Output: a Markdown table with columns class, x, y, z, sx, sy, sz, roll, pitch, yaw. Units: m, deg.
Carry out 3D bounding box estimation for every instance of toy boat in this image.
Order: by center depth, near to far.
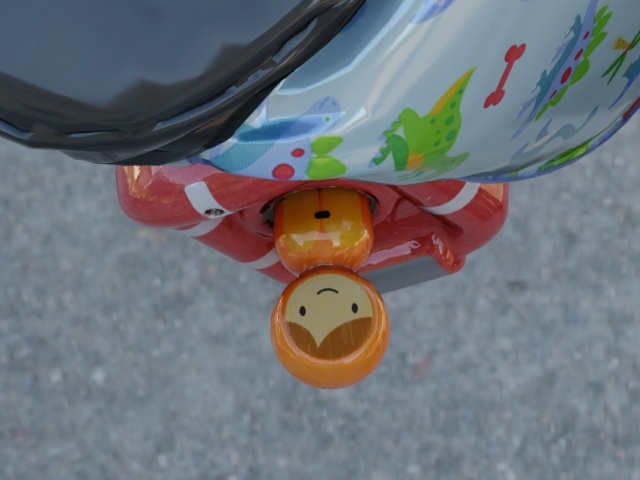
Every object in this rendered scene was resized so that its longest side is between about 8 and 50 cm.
| class | x | y | z | sx | sy | sz | roll | pitch | yaw |
| --- | --- | --- | --- | --- | --- | --- | --- | --- | --- |
| toy boat | 0.000 | 0.000 | 0.914 | 0.151 | 0.231 | 0.151 | -17 | 65 | 27 |

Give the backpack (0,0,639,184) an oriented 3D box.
| class | x | y | z | sx | sy | sz | roll | pitch | yaw |
| --- | --- | --- | --- | --- | --- | --- | --- | --- | --- |
| backpack | 0.029 | -0.147 | 0.645 | 0.273 | 0.355 | 0.290 | 28 | 97 | 2 |
